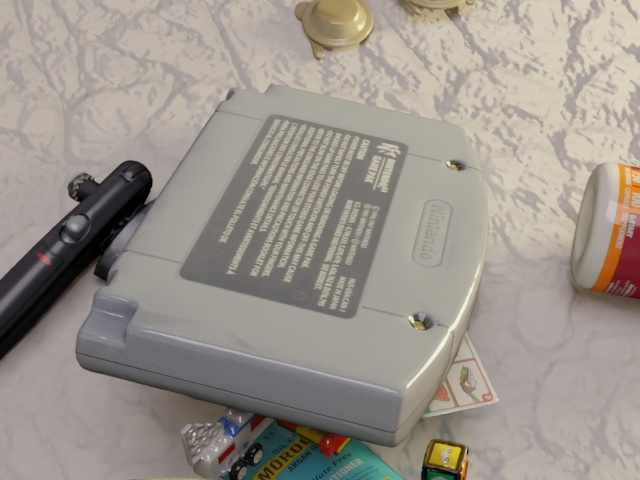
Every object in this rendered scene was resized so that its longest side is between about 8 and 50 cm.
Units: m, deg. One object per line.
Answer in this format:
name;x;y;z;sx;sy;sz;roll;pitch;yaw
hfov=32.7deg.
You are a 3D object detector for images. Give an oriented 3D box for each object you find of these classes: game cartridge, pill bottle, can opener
game cartridge;0.000;0.000;0.661;0.198;0.062;0.297;17;35;4
pill bottle;0.248;0.003;0.711;0.152;0.086;0.086;10;61;4
can opener;-0.172;0.019;0.706;0.073;0.059;0.186;39;67;19

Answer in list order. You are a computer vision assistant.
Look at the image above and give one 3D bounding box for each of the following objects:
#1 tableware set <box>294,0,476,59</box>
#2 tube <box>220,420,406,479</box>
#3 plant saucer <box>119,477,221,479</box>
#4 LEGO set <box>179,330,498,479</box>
tableware set;0.034;-0.218;0.866;0.169;0.020;0.141;-18;61;-10
tube;0.016;0.147;0.613;0.080;0.052;0.207;-34;35;-23
plant saucer;-0.067;0.304;0.438;0.400;0.100;0.400;0;88;-7
LEGO set;0.003;0.055;0.647;0.182;0.060;0.244;-10;39;-7
